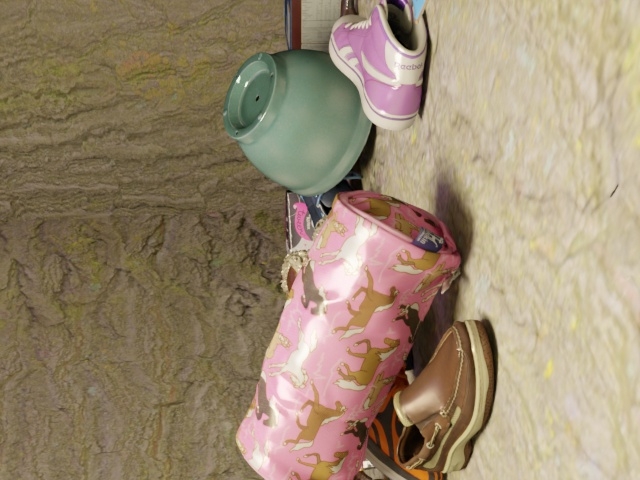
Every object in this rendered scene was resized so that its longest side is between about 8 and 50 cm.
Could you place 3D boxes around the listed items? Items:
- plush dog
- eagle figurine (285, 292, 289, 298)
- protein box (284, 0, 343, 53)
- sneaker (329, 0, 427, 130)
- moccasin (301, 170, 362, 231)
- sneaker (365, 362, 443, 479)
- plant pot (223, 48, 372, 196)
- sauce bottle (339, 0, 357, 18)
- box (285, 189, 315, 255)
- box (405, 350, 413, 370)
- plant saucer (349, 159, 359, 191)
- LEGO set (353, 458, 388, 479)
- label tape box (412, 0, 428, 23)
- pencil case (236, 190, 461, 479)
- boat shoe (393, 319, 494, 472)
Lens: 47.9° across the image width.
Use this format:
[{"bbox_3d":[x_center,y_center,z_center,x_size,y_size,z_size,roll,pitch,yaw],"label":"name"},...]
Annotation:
[{"bbox_3d":[0.046,0.020,1.394,0.262,0.211,0.225,176,110,-85],"label":"plush dog"},{"bbox_3d":[0.015,0.280,1.857,0.298,0.225,0.226,41,-174,41],"label":"eagle figurine"},{"bbox_3d":[-0.012,-0.542,1.687,0.199,0.136,0.201,-99,8,-47],"label":"protein box"},{"bbox_3d":[0.092,-0.304,1.061,0.282,0.102,0.161,-114,23,-45],"label":"sneaker"},{"bbox_3d":[0.040,-0.090,1.572,0.117,0.138,0.341,-11,101,57],"label":"moccasin"},{"bbox_3d":[0.101,0.191,1.038,0.321,0.180,0.125,51,-163,21],"label":"sneaker"},{"bbox_3d":[-0.066,-0.253,1.418,0.293,0.196,0.292,-23,59,45],"label":"plant pot"},{"bbox_3d":[0.058,-0.455,1.519,0.042,0.042,0.128,-105,12,-64],"label":"sauce bottle"},{"bbox_3d":[0.000,0.000,1.720,0.142,0.164,0.247,-132,39,-83],"label":"box"},{"bbox_3d":[0.064,0.149,1.212,0.093,0.159,0.155,114,152,-77],"label":"box"},{"bbox_3d":[0.076,-0.152,1.636,0.083,0.015,0.083,177,90,-85],"label":"plant saucer"},{"bbox_3d":[0.088,0.455,1.336,0.255,0.192,0.331,45,-144,-52],"label":"LEGO set"},{"bbox_3d":[0.137,-0.346,0.502,0.333,0.106,0.240,108,158,-75],"label":"label tape box"},{"bbox_3d":[0.031,0.133,0.903,0.167,0.160,0.385,35,109,37],"label":"pencil case"},{"bbox_3d":[0.135,0.196,0.847,0.095,0.095,0.257,-100,9,-51],"label":"boat shoe"}]
